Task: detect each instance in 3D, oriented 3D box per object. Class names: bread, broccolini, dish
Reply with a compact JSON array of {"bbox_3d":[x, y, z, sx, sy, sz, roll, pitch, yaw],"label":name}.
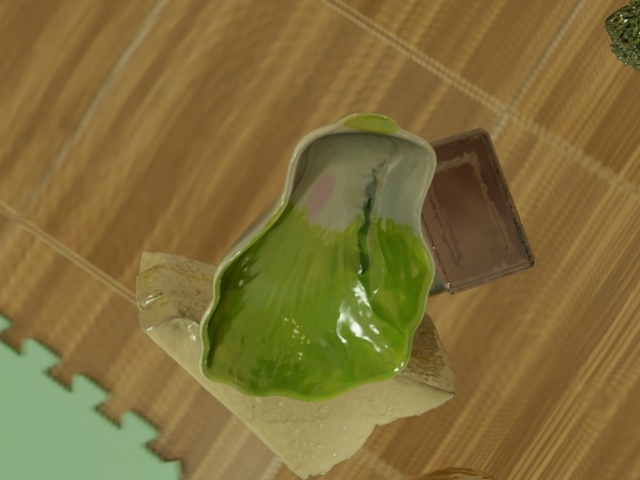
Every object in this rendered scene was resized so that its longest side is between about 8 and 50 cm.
[{"bbox_3d":[-0.014,0.046,0.910,0.105,0.077,0.152,-35,123,14],"label":"bread"},{"bbox_3d":[0.177,-0.123,0.710,0.140,0.035,0.030,-41,61,0],"label":"broccolini"},{"bbox_3d":[0.000,0.000,0.660,0.091,0.039,0.137,3,125,-20],"label":"dish"}]

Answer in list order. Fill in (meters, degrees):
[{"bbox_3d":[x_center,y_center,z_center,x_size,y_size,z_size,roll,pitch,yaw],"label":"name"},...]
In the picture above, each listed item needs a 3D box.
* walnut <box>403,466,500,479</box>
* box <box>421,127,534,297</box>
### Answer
[{"bbox_3d":[0.079,0.253,1.195,0.206,0.159,0.159,-35,79,-34],"label":"walnut"},{"bbox_3d":[0.072,-0.010,0.952,0.060,0.063,0.085,-18,82,-23],"label":"box"}]
